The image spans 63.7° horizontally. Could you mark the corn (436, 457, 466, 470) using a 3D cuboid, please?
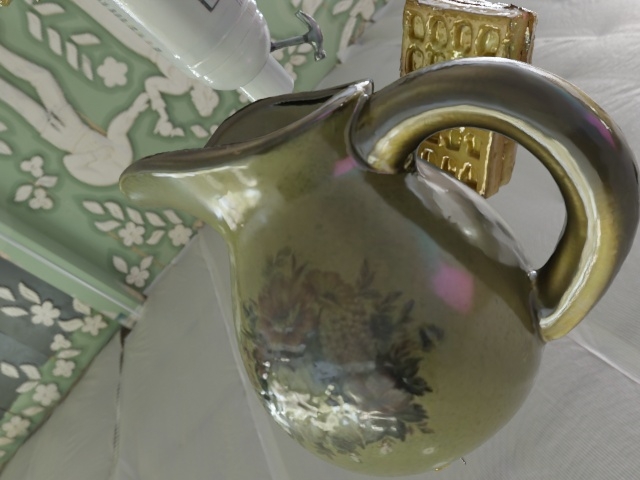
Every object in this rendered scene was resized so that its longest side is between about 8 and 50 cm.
[{"bbox_3d":[0.104,0.308,0.875,0.310,0.101,0.101,1,-124,51],"label":"corn"}]

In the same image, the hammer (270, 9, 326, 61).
[{"bbox_3d":[-0.111,-0.392,1.037,0.246,0.103,0.029,-19,-167,-17],"label":"hammer"}]

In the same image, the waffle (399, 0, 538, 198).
[{"bbox_3d":[0.241,-0.248,0.894,0.224,0.328,0.098,29,-130,35],"label":"waffle"}]

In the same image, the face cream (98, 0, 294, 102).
[{"bbox_3d":[-0.155,-0.293,0.690,0.145,0.369,0.145,-23,-130,31],"label":"face cream"}]

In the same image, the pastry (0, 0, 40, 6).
[{"bbox_3d":[-0.557,-0.524,0.844,0.235,0.240,0.132,12,-125,31],"label":"pastry"}]

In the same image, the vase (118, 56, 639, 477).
[{"bbox_3d":[0.052,-0.002,0.385,0.329,0.302,0.241,-26,-167,39],"label":"vase"}]
